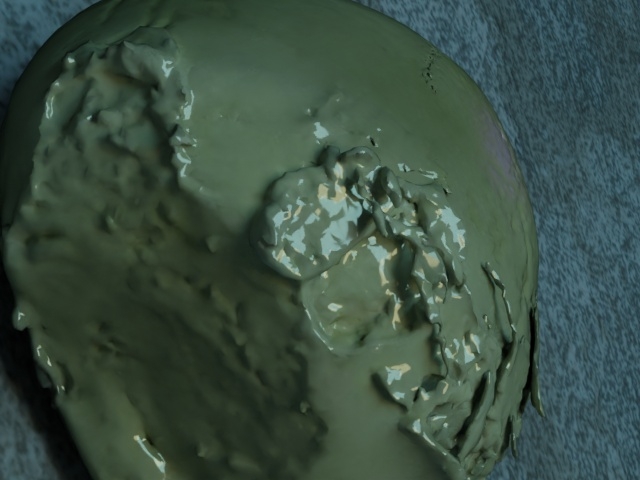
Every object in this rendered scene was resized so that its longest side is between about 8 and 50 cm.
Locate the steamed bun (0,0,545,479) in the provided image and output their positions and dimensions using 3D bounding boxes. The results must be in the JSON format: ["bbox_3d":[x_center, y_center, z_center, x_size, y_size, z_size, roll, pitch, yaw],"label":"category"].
[{"bbox_3d":[0.000,0.000,0.918,0.333,0.233,0.312,66,26,-21],"label":"steamed bun"}]
